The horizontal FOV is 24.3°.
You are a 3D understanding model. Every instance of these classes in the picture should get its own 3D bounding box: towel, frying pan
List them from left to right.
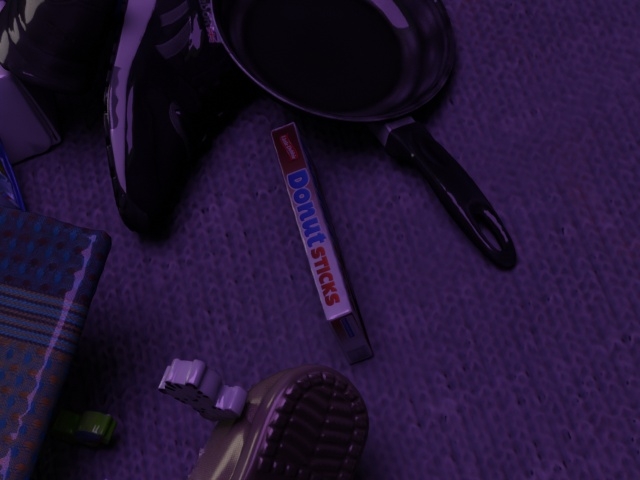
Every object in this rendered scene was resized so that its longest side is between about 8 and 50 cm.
[{"bbox_3d":[-0.311,0.140,1.032,0.271,0.040,0.370,14,78,25],"label":"towel"},{"bbox_3d":[0.058,-0.125,1.151,0.326,0.053,0.197,39,54,8],"label":"frying pan"}]

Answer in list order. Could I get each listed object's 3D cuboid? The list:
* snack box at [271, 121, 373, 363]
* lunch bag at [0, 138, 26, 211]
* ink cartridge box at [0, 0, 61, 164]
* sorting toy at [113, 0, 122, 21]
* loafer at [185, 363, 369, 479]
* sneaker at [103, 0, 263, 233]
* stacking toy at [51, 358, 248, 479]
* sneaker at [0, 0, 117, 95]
[{"bbox_3d":[0.000,0.000,1.078,0.022,0.064,0.178,-21,53,5],"label":"snack box"},{"bbox_3d":[-0.300,-0.012,1.159,0.129,0.096,0.151,-23,50,7],"label":"lunch bag"},{"bbox_3d":[-0.332,-0.166,1.272,0.172,0.100,0.237,-20,54,4],"label":"ink cartridge box"},{"bbox_3d":[-0.111,-0.343,1.359,0.196,0.047,0.347,20,64,28],"label":"sorting toy"},{"bbox_3d":[-0.056,0.203,0.942,0.268,0.102,0.092,-61,22,-14],"label":"loafer"},{"bbox_3d":[-0.097,-0.138,1.182,0.124,0.107,0.283,3,62,2],"label":"sneaker"},{"bbox_3d":[-0.147,0.171,0.954,0.221,0.052,0.167,-18,43,50],"label":"stacking toy"},{"bbox_3d":[-0.203,-0.251,1.213,0.130,0.109,0.286,-52,41,37],"label":"sneaker"}]
